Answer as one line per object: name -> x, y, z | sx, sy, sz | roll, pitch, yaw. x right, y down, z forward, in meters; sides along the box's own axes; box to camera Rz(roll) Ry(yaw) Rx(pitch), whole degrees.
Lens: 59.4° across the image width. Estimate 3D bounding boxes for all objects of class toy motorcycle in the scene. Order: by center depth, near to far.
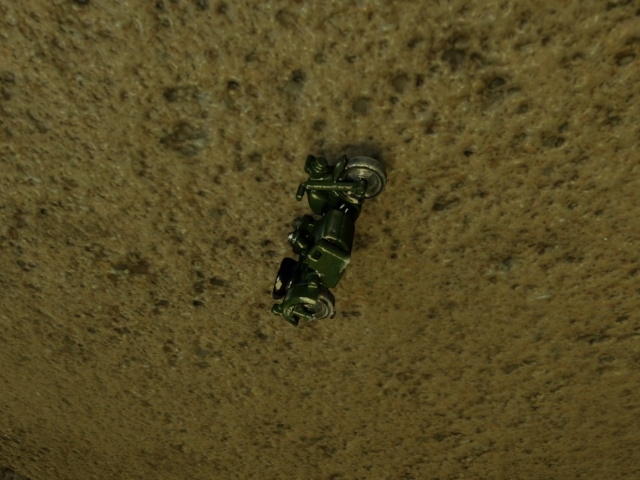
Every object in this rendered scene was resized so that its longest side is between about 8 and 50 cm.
toy motorcycle -> 0.000, 0.000, 0.879 | 0.127, 0.205, 0.275 | 20, 138, -6
